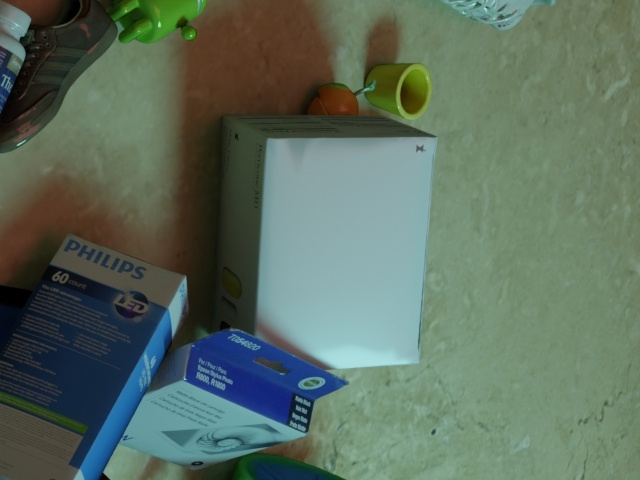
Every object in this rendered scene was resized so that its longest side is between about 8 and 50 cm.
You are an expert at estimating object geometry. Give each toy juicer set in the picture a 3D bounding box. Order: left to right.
[{"bbox_3d":[0.053,-0.044,1.830,0.209,0.089,0.329,-17,114,-45],"label":"toy juicer set"}]

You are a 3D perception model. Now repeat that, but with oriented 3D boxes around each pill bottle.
[{"bbox_3d":[-0.311,-0.159,1.393,0.067,0.067,0.120,31,78,-49],"label":"pill bottle"}]

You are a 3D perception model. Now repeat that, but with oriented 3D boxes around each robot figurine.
[{"bbox_3d":[-0.162,-0.243,1.538,0.115,0.067,0.101,-37,98,-35],"label":"robot figurine"}]

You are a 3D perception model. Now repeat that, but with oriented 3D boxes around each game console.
[{"bbox_3d":[-0.314,0.107,1.472,0.071,0.107,0.122,14,90,-20],"label":"game console"}]

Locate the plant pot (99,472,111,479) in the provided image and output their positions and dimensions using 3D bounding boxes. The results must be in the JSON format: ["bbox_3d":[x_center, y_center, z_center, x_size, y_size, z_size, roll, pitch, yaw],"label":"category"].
[{"bbox_3d":[-0.266,0.370,1.480,0.267,0.235,0.267,-41,129,-34],"label":"plant pot"}]

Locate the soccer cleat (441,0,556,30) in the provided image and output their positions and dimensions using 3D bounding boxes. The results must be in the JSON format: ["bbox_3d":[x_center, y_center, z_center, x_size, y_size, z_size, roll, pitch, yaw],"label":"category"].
[{"bbox_3d":[0.203,-0.322,1.893,0.331,0.116,0.143,-22,117,-44],"label":"soccer cleat"}]

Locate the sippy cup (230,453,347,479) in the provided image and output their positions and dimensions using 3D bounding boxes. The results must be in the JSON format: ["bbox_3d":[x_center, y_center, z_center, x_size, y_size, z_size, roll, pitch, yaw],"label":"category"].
[{"bbox_3d":[-0.033,0.400,1.784,0.305,0.240,0.224,23,96,-6],"label":"sippy cup"}]

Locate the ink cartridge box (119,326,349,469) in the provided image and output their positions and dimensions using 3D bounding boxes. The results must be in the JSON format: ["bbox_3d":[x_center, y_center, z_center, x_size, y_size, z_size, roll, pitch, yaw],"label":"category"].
[{"bbox_3d":[-0.116,0.174,1.614,0.223,0.224,0.045,30,45,-48],"label":"ink cartridge box"}]

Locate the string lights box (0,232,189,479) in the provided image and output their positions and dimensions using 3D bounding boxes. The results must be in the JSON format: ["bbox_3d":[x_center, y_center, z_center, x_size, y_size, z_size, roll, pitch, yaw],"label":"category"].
[{"bbox_3d":[-0.240,0.130,1.463,0.077,0.133,0.260,92,21,-56],"label":"string lights box"}]

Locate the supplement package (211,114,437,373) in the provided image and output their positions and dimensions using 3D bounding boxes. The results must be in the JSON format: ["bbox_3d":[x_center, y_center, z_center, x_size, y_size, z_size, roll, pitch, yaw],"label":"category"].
[{"bbox_3d":[0.000,0.000,1.688,0.204,0.145,0.262,-2,104,-24],"label":"supplement package"}]

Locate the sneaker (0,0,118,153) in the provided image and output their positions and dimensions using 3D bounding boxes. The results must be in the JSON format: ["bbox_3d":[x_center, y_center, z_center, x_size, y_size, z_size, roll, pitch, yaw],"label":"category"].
[{"bbox_3d":[-0.271,-0.166,1.450,0.071,0.066,0.188,53,54,-30],"label":"sneaker"}]
